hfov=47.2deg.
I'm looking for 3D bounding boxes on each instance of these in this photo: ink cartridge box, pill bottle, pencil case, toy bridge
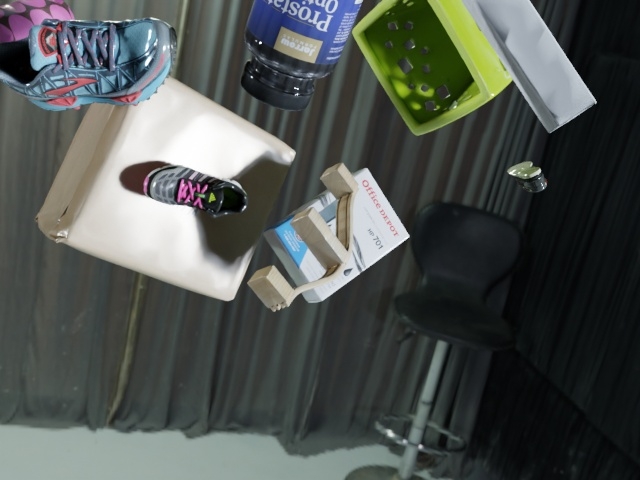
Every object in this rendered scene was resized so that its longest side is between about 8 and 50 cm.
[{"bbox_3d":[0.026,-0.009,1.193,0.190,0.140,0.082,-35,6,-18],"label":"ink cartridge box"},{"bbox_3d":[-0.020,-0.274,0.883,0.123,0.219,0.123,18,31,-11],"label":"pill bottle"},{"bbox_3d":[-0.468,-0.316,1.123,0.095,0.098,0.209,34,30,1],"label":"pencil case"},{"bbox_3d":[0.000,0.000,0.664,0.026,0.063,0.188,-24,22,37],"label":"toy bridge"}]

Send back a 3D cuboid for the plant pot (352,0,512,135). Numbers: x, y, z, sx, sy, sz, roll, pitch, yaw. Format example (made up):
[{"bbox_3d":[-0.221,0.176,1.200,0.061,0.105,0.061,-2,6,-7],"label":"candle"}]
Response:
[{"bbox_3d":[0.228,-0.343,1.239,0.207,0.227,0.228,-37,8,-27],"label":"plant pot"}]

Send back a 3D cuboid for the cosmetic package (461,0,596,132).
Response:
[{"bbox_3d":[0.271,-0.262,0.976,0.239,0.060,0.099,57,12,2],"label":"cosmetic package"}]

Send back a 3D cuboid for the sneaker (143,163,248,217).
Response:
[{"bbox_3d":[-0.181,-0.073,1.114,0.170,0.063,0.075,9,13,-36],"label":"sneaker"}]

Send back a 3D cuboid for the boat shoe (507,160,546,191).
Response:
[{"bbox_3d":[0.387,-0.120,1.375,0.049,0.042,0.133,-27,14,5],"label":"boat shoe"}]

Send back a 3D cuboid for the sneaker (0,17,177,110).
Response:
[{"bbox_3d":[-0.306,-0.226,0.925,0.262,0.104,0.125,-9,-11,23],"label":"sneaker"}]

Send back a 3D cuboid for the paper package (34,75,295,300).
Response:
[{"bbox_3d":[-0.253,-0.093,1.232,0.325,0.309,0.168,26,-4,-38],"label":"paper package"}]
